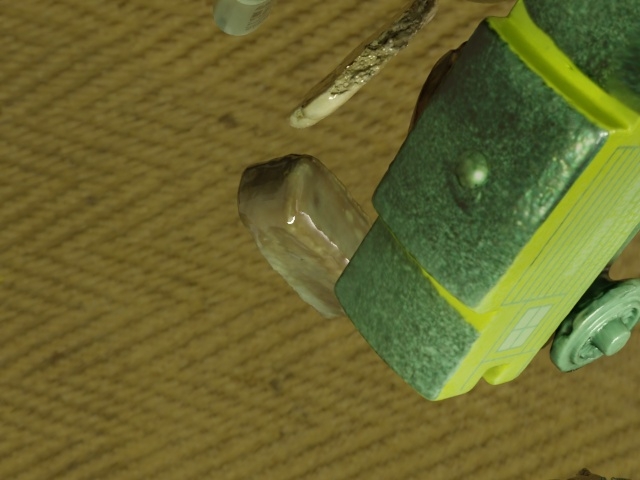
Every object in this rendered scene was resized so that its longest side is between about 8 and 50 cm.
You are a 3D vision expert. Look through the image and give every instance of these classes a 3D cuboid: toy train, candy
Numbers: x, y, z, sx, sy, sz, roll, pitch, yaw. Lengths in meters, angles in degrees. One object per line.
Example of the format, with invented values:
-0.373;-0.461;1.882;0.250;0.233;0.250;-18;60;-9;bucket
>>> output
0.190;-0.055;1.006;0.179;0.272;0.442;50;125;28;toy train
0.000;0.000;1.543;0.104;0.102;0.234;-7;141;39;candy

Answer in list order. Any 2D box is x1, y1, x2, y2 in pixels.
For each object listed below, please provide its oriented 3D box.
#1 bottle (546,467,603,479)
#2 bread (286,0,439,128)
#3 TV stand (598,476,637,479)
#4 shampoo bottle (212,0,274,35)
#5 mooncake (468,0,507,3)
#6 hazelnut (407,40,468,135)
0.313;0.388;1.829;0.209;0.097;0.110;-13;66;-20;bottle
0.053;-0.230;1.734;0.039;0.182;0.251;47;70;-7;bread
0.316;0.308;1.370;0.042;0.249;0.036;9;61;25;TV stand
-0.107;-0.374;1.990;0.087;0.234;0.118;34;77;-5;shampoo bottle
0.187;-0.429;1.574;0.284;0.155;0.285;-14;71;50;mooncake
0.210;-0.136;1.531;0.251;0.217;0.217;-31;92;-14;hazelnut
